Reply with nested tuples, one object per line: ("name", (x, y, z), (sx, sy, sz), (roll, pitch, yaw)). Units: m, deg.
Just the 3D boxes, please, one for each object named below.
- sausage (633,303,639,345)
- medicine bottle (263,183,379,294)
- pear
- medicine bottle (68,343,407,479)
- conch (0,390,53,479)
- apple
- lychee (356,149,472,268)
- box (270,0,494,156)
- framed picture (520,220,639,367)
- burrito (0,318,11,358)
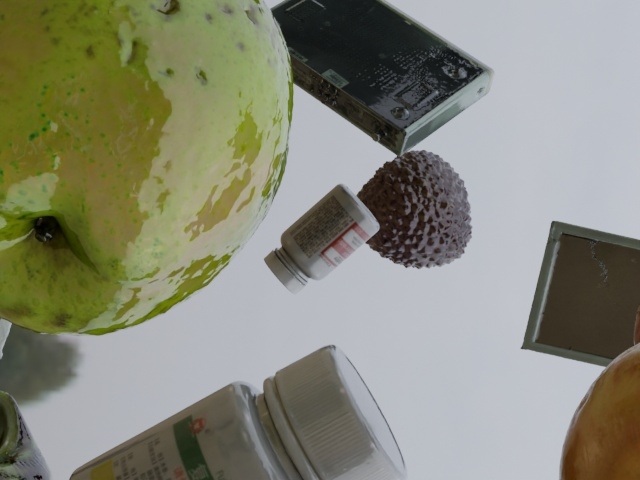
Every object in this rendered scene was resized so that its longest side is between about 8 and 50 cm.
("sausage", (0.480, -0.051, 1.982), (0.094, 0.094, 0.419), (-159, -89, -83))
("medicine bottle", (0.000, 0.000, 2.080), (0.140, 0.079, 0.079), (-41, -159, 5))
("pear", (-0.203, -0.096, 1.482), (0.391, 0.391, 0.391), (-176, -90, -78))
("medicine bottle", (-0.090, 0.271, 1.843), (0.208, 0.340, 0.208), (59, 7, -11))
("conch", (-0.422, 0.292, 2.058), (0.181, 0.187, 0.124), (-64, 178, -53))
("apple", (0.358, 0.218, 1.520), (0.233, 0.286, 0.286), (-24, 126, -58))
("lychee", (0.143, -0.038, 2.461), (0.188, 0.188, 0.188), (-176, -90, -78))
("box", (0.055, -0.227, 2.058), (0.270, 0.211, 0.045), (38, -40, 23))
("framed picture", (0.469, 0.097, 2.493), (0.018, 0.293, 0.231), (-69, 170, -61))
("burrito", (-0.425, 0.082, 2.156), (0.064, 0.064, 0.203), (-158, -97, -77))
